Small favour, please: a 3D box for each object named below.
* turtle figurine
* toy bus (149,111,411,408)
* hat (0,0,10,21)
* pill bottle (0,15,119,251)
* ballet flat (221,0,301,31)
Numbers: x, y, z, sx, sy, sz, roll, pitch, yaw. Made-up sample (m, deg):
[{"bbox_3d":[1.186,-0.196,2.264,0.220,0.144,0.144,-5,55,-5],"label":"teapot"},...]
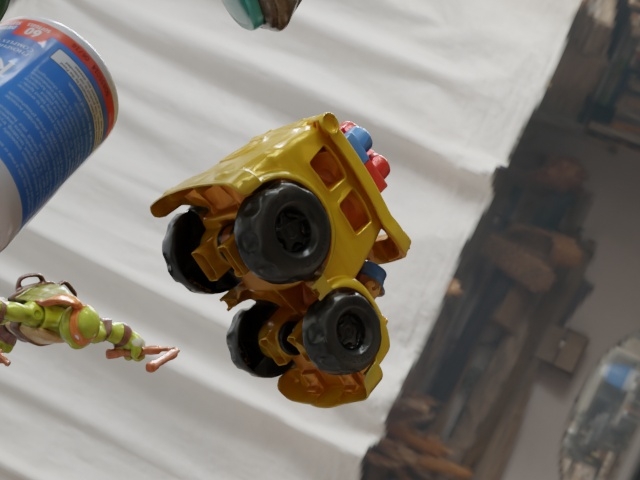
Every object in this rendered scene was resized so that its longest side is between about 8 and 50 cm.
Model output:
[{"bbox_3d":[-0.285,0.074,1.094,0.269,0.217,0.087,10,-97,-49],"label":"turtle figurine"},{"bbox_3d":[0.000,0.000,0.964,0.149,0.220,0.211,-12,25,51],"label":"toy bus"},{"bbox_3d":[-0.507,-0.336,1.419,0.173,0.183,0.208,-21,-25,-46],"label":"hat"},{"bbox_3d":[-0.250,-0.061,0.826,0.221,0.124,0.124,-60,-12,-46],"label":"pill bottle"},{"bbox_3d":[-0.049,-0.227,0.774,0.124,0.342,0.116,-25,-65,-10],"label":"ballet flat"}]
